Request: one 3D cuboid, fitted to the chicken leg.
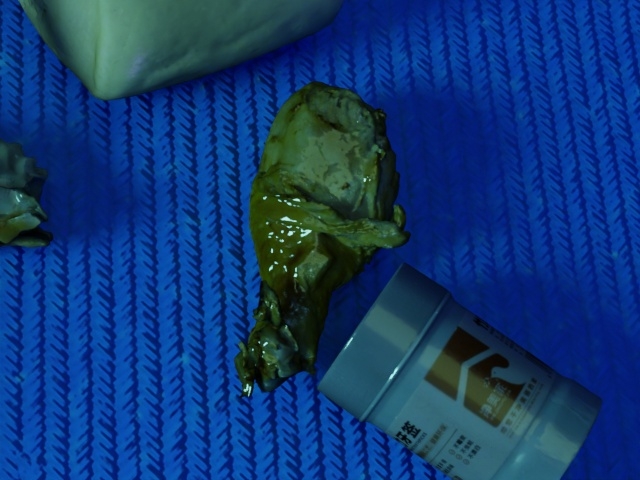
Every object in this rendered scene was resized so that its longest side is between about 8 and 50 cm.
[{"bbox_3d":[0.000,0.000,0.993,0.103,0.088,0.227,18,61,-18],"label":"chicken leg"}]

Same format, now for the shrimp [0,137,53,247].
[{"bbox_3d":[-0.296,-0.101,0.999,0.185,0.068,0.287,-12,60,-20],"label":"shrimp"}]

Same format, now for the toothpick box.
[{"bbox_3d":[0.088,0.096,0.960,0.153,0.101,0.101,34,65,4],"label":"toothpick box"}]

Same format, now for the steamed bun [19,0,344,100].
[{"bbox_3d":[-0.092,-0.218,1.024,0.225,0.170,0.200,-21,68,-20],"label":"steamed bun"}]
